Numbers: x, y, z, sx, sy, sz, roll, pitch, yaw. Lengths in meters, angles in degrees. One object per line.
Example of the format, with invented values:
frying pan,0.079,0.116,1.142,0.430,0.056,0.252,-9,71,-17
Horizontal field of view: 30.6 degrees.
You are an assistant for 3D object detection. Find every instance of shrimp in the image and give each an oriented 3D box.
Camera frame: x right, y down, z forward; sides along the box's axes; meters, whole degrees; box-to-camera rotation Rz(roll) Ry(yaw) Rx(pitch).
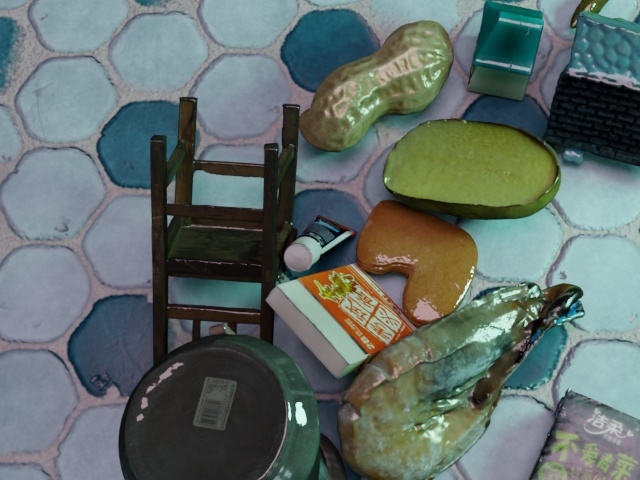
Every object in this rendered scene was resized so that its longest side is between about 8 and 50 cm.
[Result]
shrimp,0.214,0.194,1.686,0.446,0.110,0.221,-33,113,-19

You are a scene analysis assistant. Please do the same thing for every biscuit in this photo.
biscuit,0.142,0.034,1.801,0.192,0.036,0.186,24,60,11

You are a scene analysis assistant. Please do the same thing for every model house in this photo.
model house,0.510,-0.225,1.868,0.261,0.226,0.241,16,105,11
model house,0.304,-0.321,1.909,0.101,0.149,0.127,12,66,2

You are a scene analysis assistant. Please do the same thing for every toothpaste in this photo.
toothpaste,0.000,0.000,1.775,0.071,0.193,0.045,24,111,9

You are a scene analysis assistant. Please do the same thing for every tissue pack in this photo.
tissue pack,0.381,0.351,1.655,0.173,0.073,0.235,24,68,10

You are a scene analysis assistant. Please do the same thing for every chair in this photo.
chair,-0.143,0.019,1.761,0.203,0.416,0.240,4,22,2

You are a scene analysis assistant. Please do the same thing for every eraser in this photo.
eraser,0.040,0.112,1.700,0.157,0.230,0.038,47,118,18

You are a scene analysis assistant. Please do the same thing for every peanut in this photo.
peanut,0.096,-0.245,1.895,0.298,0.120,0.136,-33,65,-10

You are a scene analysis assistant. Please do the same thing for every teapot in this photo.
teapot,-0.102,0.264,1.535,0.253,0.344,0.300,-13,63,7

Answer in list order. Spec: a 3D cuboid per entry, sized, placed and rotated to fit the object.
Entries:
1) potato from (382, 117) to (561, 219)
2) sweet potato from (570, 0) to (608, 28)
potato,0.242,-0.094,1.831,0.272,0.111,0.160,5,58,18
sweet potato,0.474,-0.417,2.010,0.041,0.038,0.153,38,68,-9
